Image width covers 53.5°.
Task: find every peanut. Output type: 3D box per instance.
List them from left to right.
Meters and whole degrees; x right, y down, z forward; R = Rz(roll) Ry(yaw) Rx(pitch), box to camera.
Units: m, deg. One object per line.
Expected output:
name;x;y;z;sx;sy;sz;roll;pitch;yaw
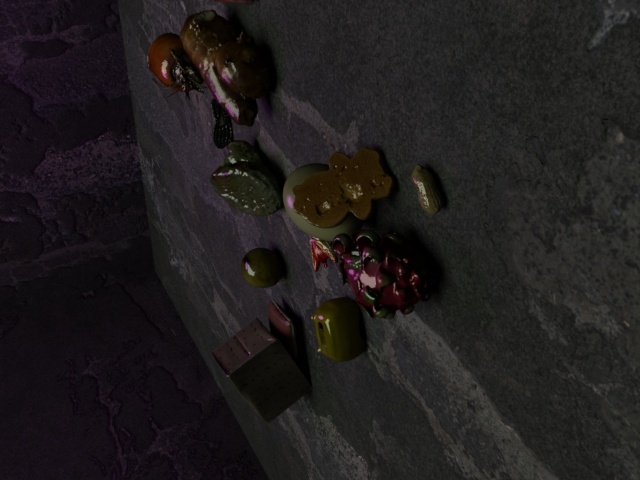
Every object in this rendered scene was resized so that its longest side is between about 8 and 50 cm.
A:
peanut;0.227;-0.109;1.358;0.054;0.054;0.113;-40;67;63

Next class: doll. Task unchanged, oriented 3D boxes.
doll;0.000;0.000;1.892;0.109;0.057;0.169;-27;67;48

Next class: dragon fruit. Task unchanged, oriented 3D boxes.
dragon fruit;0.140;0.060;1.502;0.218;0.198;0.272;25;-149;-59

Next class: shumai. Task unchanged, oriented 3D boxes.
shumai;-0.219;-0.220;2.136;0.272;0.203;0.222;30;148;4

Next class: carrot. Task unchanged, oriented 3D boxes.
carrot;-0.528;-0.654;2.362;0.331;0.214;0.193;38;141;45

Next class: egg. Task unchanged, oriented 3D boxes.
egg;0.010;-0.098;1.645;0.242;0.186;0.186;41;142;30

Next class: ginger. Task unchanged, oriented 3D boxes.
ginger;-0.287;-0.576;1.963;0.418;0.176;0.254;60;145;20

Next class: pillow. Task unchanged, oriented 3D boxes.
pillow;-0.132;0.323;2.346;0.179;0.075;0.171;37;138;52

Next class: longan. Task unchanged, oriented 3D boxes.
longan;-0.207;0.104;2.295;0.176;0.145;0.154;41;-149;-45

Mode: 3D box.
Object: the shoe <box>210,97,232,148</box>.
shoe;-0.373;-0.440;2.355;0.077;0.074;0.194;-128;32;-59

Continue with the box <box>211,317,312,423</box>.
box;-0.218;0.481;2.353;0.190;0.225;0.297;36;160;55

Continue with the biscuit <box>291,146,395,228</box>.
biscuit;0.051;-0.118;1.524;0.184;0.249;0.035;62;-172;15

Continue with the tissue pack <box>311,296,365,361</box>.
tissue pack;0.052;0.266;1.874;0.123;0.127;0.178;17;122;58

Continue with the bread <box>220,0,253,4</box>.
bread;-0.285;-0.812;1.858;0.190;0.123;0.244;29;130;58
